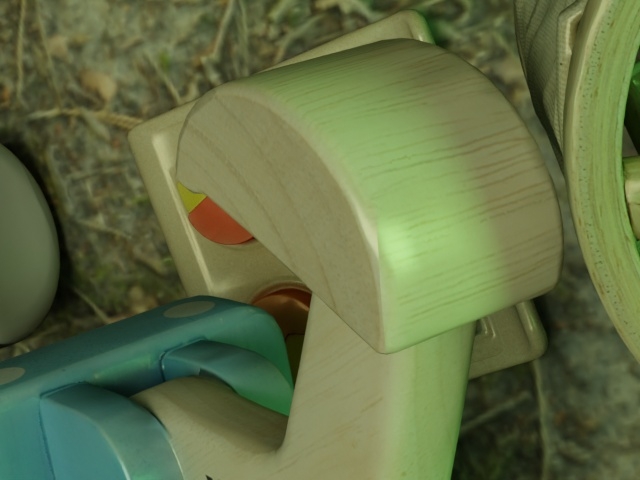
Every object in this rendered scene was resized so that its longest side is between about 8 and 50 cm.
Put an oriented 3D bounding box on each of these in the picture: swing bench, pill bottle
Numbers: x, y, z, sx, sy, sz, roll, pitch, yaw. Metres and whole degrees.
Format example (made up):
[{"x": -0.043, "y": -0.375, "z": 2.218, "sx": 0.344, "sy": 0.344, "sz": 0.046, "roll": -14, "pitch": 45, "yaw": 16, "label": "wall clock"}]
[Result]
[{"x": 0.193, "y": -0.034, "z": 0.664, "sx": 0.254, "sy": 0.253, "sz": 0.165, "roll": 11, "pitch": 108, "yaw": -1, "label": "swing bench"}, {"x": -0.286, "y": 0.026, "z": 1.072, "sx": 0.245, "sy": 0.130, "sz": 0.130, "roll": -17, "pitch": 93, "yaw": 32, "label": "pill bottle"}]

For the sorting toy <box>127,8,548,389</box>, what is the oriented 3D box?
[{"x": 0.000, "y": 0.000, "z": 0.955, "sx": 0.208, "sy": 0.038, "sz": 0.193, "roll": -20, "pitch": 92, "yaw": 32, "label": "sorting toy"}]

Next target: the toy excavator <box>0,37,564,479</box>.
[{"x": -0.042, "y": 0.125, "z": 0.797, "sx": 0.445, "sy": 0.222, "sz": 0.433, "roll": 10, "pitch": 114, "yaw": 54, "label": "toy excavator"}]
